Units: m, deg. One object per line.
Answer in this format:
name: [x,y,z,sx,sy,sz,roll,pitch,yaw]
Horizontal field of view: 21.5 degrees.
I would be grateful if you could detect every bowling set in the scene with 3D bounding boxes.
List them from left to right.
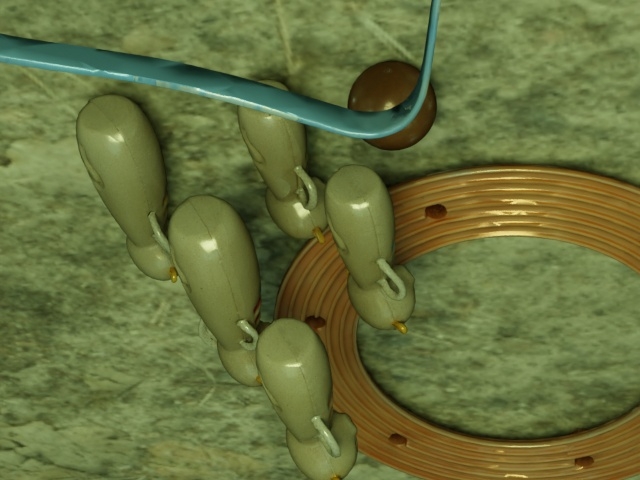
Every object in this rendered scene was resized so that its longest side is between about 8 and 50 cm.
bowling set: [0.000,0.000,1.017,0.200,0.287,0.154,-29,141,-11]

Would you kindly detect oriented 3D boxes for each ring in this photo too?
ring: [0.135,0.065,1.163,0.337,0.032,0.336,3,135,3]

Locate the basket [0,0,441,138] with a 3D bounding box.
basket: [-0.051,-0.196,0.794,0.255,0.201,0.289,10,126,-4]
